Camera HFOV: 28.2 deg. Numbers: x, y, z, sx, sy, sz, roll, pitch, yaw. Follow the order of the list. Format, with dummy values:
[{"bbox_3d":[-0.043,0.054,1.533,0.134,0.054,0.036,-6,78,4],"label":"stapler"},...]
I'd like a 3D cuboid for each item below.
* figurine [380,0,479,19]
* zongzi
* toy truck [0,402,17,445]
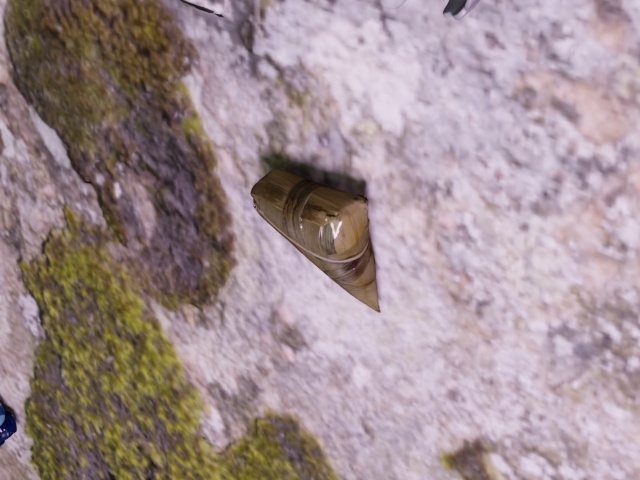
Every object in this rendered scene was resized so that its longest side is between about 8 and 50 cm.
[{"bbox_3d":[0.041,-0.146,0.570,0.086,0.082,0.094,19,137,4],"label":"figurine"},{"bbox_3d":[0.000,0.000,0.746,0.076,0.040,0.083,24,148,37],"label":"zongzi"},{"bbox_3d":[-0.308,0.141,1.098,0.073,0.056,0.090,-36,78,54],"label":"toy truck"}]
